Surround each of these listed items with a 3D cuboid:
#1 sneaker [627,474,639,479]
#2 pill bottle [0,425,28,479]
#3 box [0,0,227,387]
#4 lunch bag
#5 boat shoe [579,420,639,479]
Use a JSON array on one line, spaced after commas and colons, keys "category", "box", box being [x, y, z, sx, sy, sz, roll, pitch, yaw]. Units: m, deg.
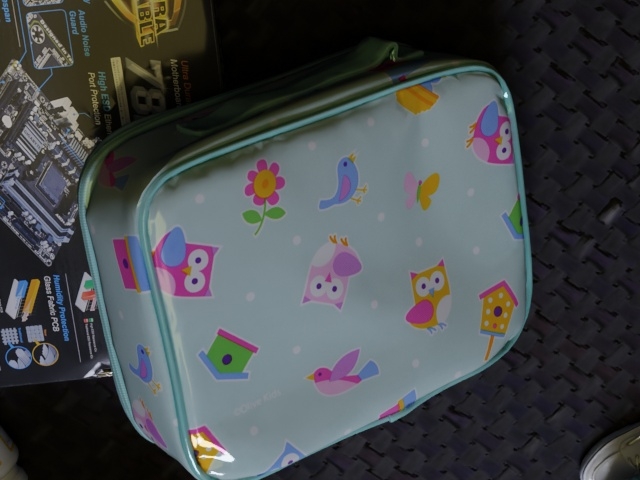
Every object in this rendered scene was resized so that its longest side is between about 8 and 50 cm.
[{"category": "sneaker", "box": [0.310, 0.210, 0.980, 0.229, 0.087, 0.092, -2, 140, -10]}, {"category": "pill bottle", "box": [-0.242, 0.144, 0.938, 0.043, 0.043, 0.083, -29, 110, 8]}, {"category": "box", "box": [-0.201, -0.049, 0.849, 0.293, 0.073, 0.295, -7, 112, -3]}, {"category": "lunch bag", "box": [0.000, 0.000, 0.812, 0.279, 0.108, 0.224, -23, 112, -29]}, {"category": "boat shoe", "box": [0.235, 0.155, 0.972, 0.100, 0.035, 0.035, -31, 110, 8]}]
